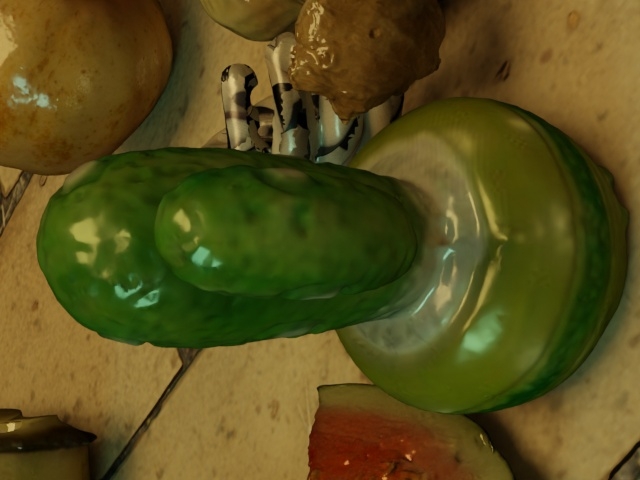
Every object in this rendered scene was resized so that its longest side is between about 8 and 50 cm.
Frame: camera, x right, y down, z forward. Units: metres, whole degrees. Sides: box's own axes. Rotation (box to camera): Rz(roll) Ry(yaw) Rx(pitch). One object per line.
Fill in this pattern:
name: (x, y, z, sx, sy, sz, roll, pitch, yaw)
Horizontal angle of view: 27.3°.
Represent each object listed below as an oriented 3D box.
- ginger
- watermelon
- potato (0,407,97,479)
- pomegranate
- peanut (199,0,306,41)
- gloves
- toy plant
ginger: (0.032, -0.151, 0.777, 0.067, 0.096, 0.165, 157, 120, -65)
watermelon: (0.046, 0.167, 0.805, 0.193, 0.137, 0.145, -53, 13, 31)
potato: (-0.315, 0.260, 1.140, 0.285, 0.242, 0.243, -5, 80, 31)
pomegranate: (-0.227, -0.156, 1.095, 0.207, 0.207, 0.207, -11, 76, 50)
peanut: (-0.013, -0.194, 0.915, 0.236, 0.120, 0.110, 20, 144, 47)
gloves: (-0.011, -0.071, 0.892, 0.212, 0.127, 0.111, -18, 79, 52)
toy plant: (0.000, 0.000, 0.704, 0.224, 0.315, 0.185, 3, 88, 49)
